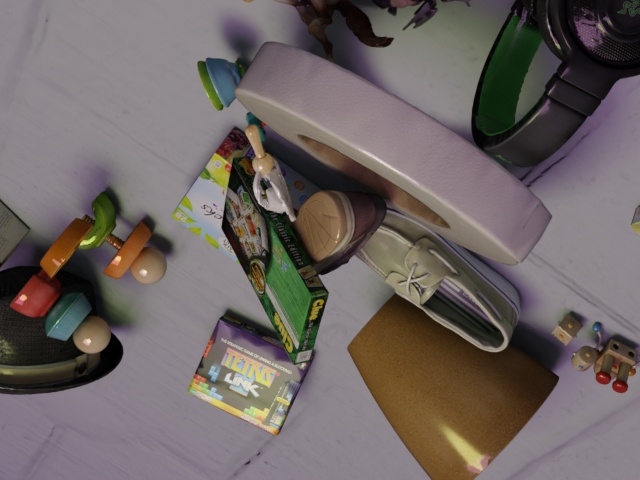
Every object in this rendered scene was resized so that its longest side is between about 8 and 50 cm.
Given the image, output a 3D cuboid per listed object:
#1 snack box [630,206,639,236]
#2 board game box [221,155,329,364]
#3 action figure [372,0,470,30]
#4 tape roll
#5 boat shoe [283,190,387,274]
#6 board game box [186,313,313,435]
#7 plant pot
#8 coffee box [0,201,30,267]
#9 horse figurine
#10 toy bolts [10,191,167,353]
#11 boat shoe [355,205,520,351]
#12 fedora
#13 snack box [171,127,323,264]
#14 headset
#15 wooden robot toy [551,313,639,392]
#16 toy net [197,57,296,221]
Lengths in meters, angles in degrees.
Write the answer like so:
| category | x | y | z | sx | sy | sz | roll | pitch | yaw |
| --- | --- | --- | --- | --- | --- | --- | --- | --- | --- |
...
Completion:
| category | x | y | z | sx | sy | sz | roll | pitch | yaw |
| --- | --- | --- | --- | --- | --- | --- | --- | --- | --- |
| snack box | 0.464 | -0.016 | 1.388 | 0.141 | 0.037 | 0.100 | -23 | 118 | 43 |
| board game box | -0.066 | 0.023 | 1.512 | 0.260 | 0.030 | 0.136 | 59 | 147 | 35 |
| action figure | 0.063 | -0.341 | 1.253 | 0.285 | 0.099 | 0.185 | 30 | 133 | -6 |
| tape roll | 0.080 | -0.096 | 1.334 | 0.392 | 0.072 | 0.392 | 32 | 178 | 1 |
| boat shoe | 0.000 | 0.000 | 1.514 | 0.092 | 0.103 | 0.285 | -6 | 166 | -23 |
| board game box | -0.116 | 0.222 | 1.906 | 0.170 | 0.048 | 0.141 | 25 | 102 | 6 |
| plant pot | 0.168 | 0.200 | 1.661 | 0.254 | 0.237 | 0.237 | 41 | 140 | 8 |
| coffee box | -0.665 | -0.059 | 1.942 | 0.168 | 0.119 | 0.297 | -24 | 116 | 43 |
| horse figurine | -0.041 | -0.294 | 1.328 | 0.263 | 0.174 | 0.066 | 27 | 129 | -17 |
| toy bolts | -0.355 | 0.071 | 1.775 | 0.158 | 0.218 | 0.228 | 38 | 101 | -7 |
| boat shoe | 0.149 | 0.042 | 1.571 | 0.302 | 0.094 | 0.109 | 31 | 121 | -8 |
| fedora | -0.490 | 0.133 | 1.941 | 0.334 | 0.334 | 0.152 | 14 | 106 | 18 |
| snack box | -0.089 | -0.039 | 1.663 | 0.207 | 0.070 | 0.174 | 37 | 138 | -6 |
| headset | 0.247 | -0.262 | 1.123 | 0.185 | 0.243 | 0.394 | 25 | 116 | -14 |
| wooden robot toy | 0.395 | 0.176 | 1.605 | 0.173 | 0.076 | 0.079 | 27 | 150 | 3 |
| toy net | -0.089 | -0.126 | 1.475 | 0.045 | 0.122 | 0.232 | -22 | 86 | 6 |
